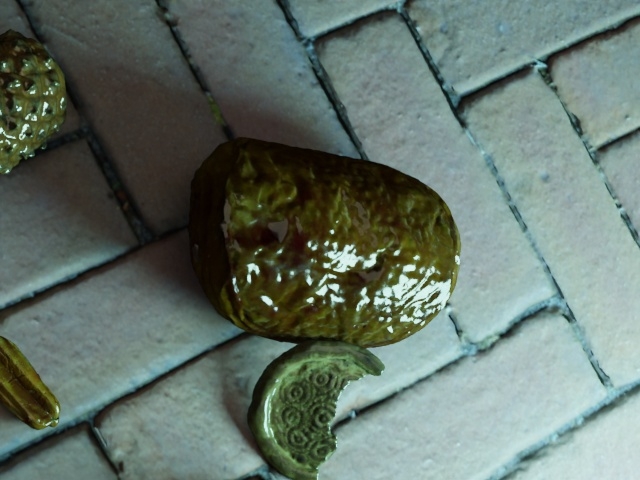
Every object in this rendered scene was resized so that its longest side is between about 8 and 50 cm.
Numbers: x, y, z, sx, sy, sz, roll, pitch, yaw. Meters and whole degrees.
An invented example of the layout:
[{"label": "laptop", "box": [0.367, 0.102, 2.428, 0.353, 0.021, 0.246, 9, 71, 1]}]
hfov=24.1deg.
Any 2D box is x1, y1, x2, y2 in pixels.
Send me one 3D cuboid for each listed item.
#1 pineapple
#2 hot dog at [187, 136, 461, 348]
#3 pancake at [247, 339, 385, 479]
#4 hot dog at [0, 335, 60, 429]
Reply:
[{"label": "pineapple", "box": [-0.446, -0.107, 1.781, 0.169, 0.169, 0.340, 43, 52, -5]}, {"label": "hot dog", "box": [0.000, 0.000, 1.952, 0.387, 0.174, 0.267, 11, 74, -27]}, {"label": "pancake", "box": [-0.002, 0.222, 1.928, 0.184, 0.020, 0.191, -7, 97, -4]}, {"label": "hot dog", "box": [-0.371, 0.174, 1.830, 0.144, 0.038, 0.062, 49, 62, -5]}]
